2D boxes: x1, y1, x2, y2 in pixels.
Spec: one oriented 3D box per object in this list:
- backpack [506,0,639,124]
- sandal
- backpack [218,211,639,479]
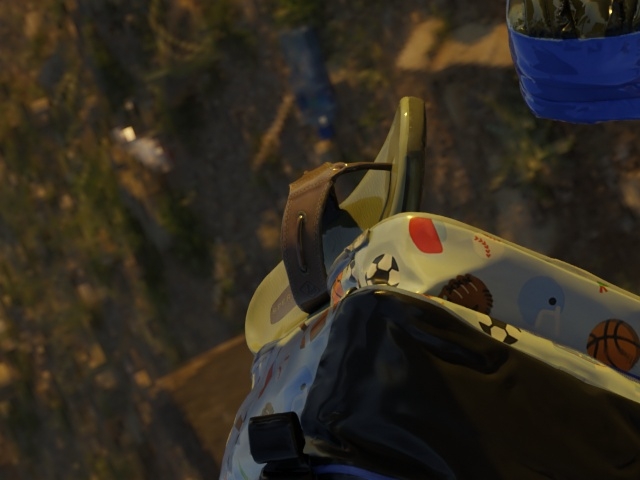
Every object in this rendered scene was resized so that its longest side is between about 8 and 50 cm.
[{"bbox_3d":[0.143,-0.106,0.803,0.098,0.120,0.101,-6,129,19],"label":"backpack"},{"bbox_3d":[-0.001,0.002,1.316,0.303,0.086,0.120,-50,27,42],"label":"sandal"},{"bbox_3d":[0.066,0.118,0.909,0.276,0.213,0.263,26,150,-14],"label":"backpack"}]
